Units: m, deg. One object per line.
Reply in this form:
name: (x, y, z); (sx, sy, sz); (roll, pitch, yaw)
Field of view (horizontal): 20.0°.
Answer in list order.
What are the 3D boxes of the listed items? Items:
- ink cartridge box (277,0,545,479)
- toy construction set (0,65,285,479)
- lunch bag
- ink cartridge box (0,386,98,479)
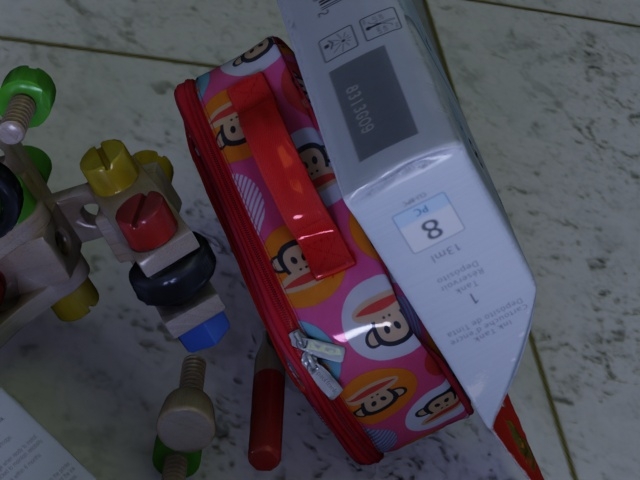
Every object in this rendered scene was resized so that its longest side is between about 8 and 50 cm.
ink cartridge box: (0.097, -0.021, 1.318); (0.091, 0.385, 0.308); (-28, 42, 8)
toy construction set: (-0.154, 0.018, 1.295); (0.309, 0.257, 0.237); (37, 27, -20)
lunch bag: (0.000, 0.000, 1.331); (0.120, 0.258, 0.293); (-26, 59, 3)
ink cartridge box: (-0.173, 0.236, 1.125); (0.371, 0.069, 0.176); (45, 46, 2)
